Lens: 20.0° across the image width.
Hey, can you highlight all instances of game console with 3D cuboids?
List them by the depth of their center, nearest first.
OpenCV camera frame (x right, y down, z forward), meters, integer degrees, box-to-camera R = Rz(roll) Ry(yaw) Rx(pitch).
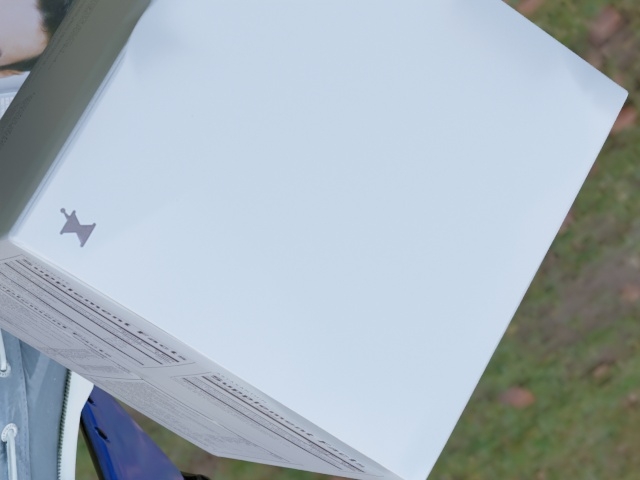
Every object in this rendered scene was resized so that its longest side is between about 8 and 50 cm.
[{"bbox_3d":[-0.143,0.259,1.359,0.173,0.293,0.250,18,102,-20],"label":"game console"}]

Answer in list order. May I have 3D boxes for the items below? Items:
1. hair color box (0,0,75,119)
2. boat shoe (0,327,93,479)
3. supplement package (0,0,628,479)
[{"bbox_3d":[-0.417,-0.199,1.817,0.374,0.185,0.113,-9,164,-12],"label":"hair color box"},{"bbox_3d":[-0.200,0.137,1.048,0.099,0.116,0.319,9,88,-39],"label":"boat shoe"},{"bbox_3d":[-0.038,-0.024,0.838,0.198,0.263,0.199,33,76,-16],"label":"supplement package"}]
